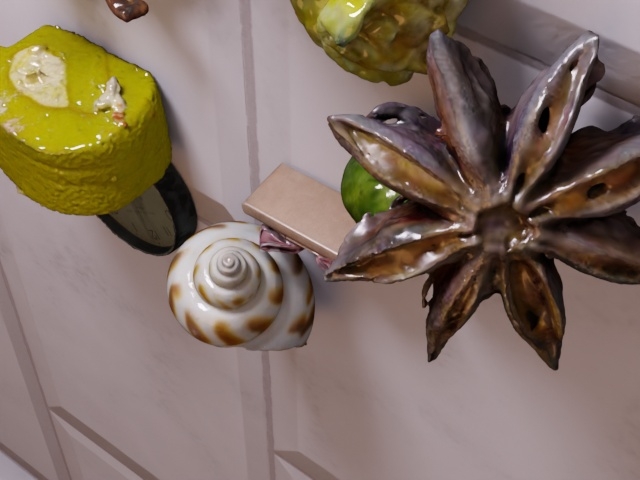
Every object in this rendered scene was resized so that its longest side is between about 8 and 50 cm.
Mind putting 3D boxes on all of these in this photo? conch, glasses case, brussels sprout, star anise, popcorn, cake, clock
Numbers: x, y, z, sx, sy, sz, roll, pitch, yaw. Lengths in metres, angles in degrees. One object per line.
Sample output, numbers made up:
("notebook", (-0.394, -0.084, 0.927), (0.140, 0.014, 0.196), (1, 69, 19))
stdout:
("conch", (-0.096, 0.054, 1.377), (0.183, 0.275, 0.149), (13, 100, 6))
("glasses case", (0.000, 0.000, 1.292), (0.193, 0.102, 0.070), (28, 151, 26))
("brussels sprout", (0.104, -0.036, 1.098), (0.183, 0.131, 0.145), (26, 149, 36))
("star anise", (0.156, -0.035, 0.960), (0.332, 0.117, 0.331), (3, 120, 5))
("popcorn", (0.049, -0.224, 0.961), (0.173, 0.142, 0.173), (58, 165, 26))
("cake", (-0.324, -0.152, 1.420), (0.260, 0.179, 0.156), (27, 143, 26))
("clock", (-0.265, -0.070, 1.576), (0.215, 0.042, 0.215), (30, 145, 23))

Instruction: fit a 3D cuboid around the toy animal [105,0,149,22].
("toy animal", (-0.251, -0.342, 1.222), (0.312, 0.097, 0.157), (27, 132, 32))
